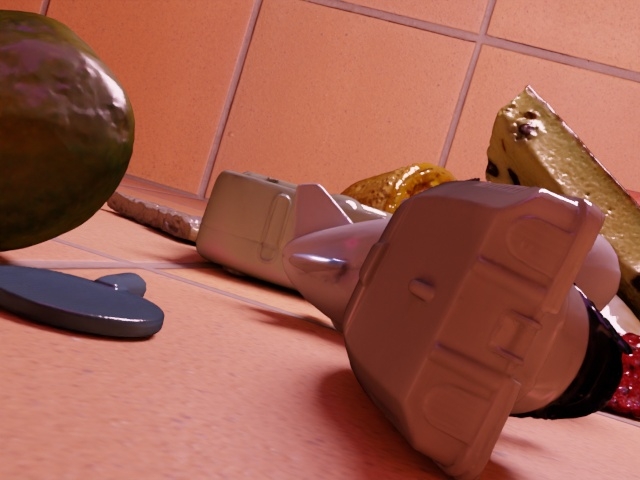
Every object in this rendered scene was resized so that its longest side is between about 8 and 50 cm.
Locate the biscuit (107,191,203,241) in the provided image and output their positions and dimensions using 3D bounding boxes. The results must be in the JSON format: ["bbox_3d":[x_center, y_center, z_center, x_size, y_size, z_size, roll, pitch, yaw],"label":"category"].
[{"bbox_3d":[-0.184,-0.022,1.320,0.133,0.032,0.250,16,1,-37],"label":"biscuit"}]

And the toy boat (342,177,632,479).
[{"bbox_3d":[0.083,0.038,0.523,0.140,0.141,0.269,16,0,4],"label":"toy boat"}]

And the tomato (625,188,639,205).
[{"bbox_3d":[0.382,0.047,1.303,0.255,0.225,0.256,25,-11,5],"label":"tomato"}]

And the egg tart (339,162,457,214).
[{"bbox_3d":[0.112,-0.011,1.440,0.202,0.203,0.147,14,-11,-42],"label":"egg tart"}]

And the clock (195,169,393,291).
[{"bbox_3d":[0.000,0.000,1.106,0.265,0.109,0.324,15,2,-5],"label":"clock"}]

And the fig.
[{"bbox_3d":[-0.240,-0.059,0.632,0.233,0.167,0.167,-24,18,-19],"label":"fig"}]

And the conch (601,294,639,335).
[{"bbox_3d":[0.267,0.070,1.046,0.255,0.127,0.158,19,2,42],"label":"conch"}]

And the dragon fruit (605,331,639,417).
[{"bbox_3d":[0.217,0.098,0.814,0.131,0.063,0.097,16,2,-8],"label":"dragon fruit"}]

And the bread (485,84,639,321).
[{"bbox_3d":[0.315,-0.007,1.122,0.361,0.077,0.138,56,-15,28],"label":"bread"}]

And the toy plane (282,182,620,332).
[{"bbox_3d":[0.099,0.018,0.775,0.266,0.123,0.267,5,-10,1],"label":"toy plane"}]

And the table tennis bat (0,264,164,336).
[{"bbox_3d":[-0.132,0.031,0.554,0.100,0.019,0.155,16,4,6],"label":"table tennis bat"}]
